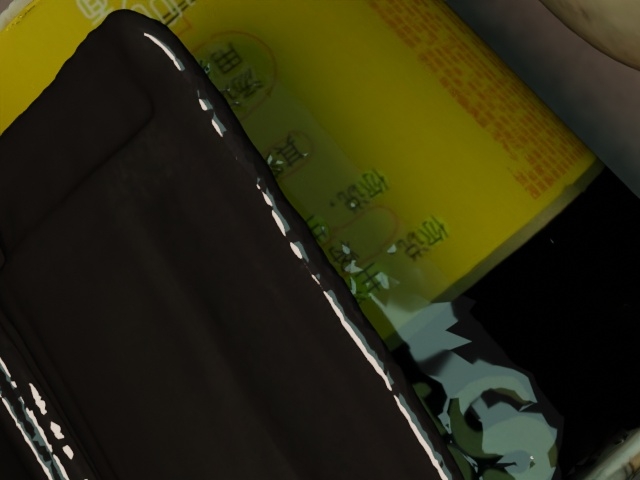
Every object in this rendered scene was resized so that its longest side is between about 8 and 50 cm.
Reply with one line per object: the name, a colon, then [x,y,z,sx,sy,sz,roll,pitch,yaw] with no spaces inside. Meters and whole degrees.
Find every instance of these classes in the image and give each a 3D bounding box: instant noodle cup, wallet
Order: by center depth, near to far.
wallet: [-0.054,0.086,0.531,0.041,0.323,0.247,-26,84,-35]
instant noodle cup: [0.000,0.000,0.598,0.215,0.215,0.236,-39,89,-1]

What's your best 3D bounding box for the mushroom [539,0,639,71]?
mushroom: [0.184,-0.165,0.595,0.234,0.260,0.254,8,84,-42]
